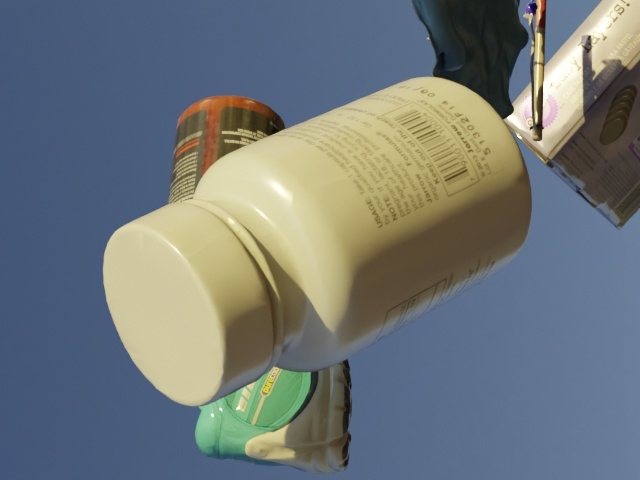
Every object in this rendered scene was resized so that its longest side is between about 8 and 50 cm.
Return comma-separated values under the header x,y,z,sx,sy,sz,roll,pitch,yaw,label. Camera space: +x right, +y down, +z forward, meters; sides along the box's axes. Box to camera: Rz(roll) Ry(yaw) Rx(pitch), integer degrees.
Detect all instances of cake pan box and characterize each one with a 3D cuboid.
x,y,z,sx,sy,sz,roll,pitch,yaw,label
0.297,-0.142,1.178,0.070,0.246,0.267,47,-169,28,cake pan box

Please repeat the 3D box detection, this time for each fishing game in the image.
x,y,z,sx,sy,sz,roll,pitch,yaw,label
0.097,-0.166,0.919,0.264,0.041,0.189,26,-117,-56,fishing game

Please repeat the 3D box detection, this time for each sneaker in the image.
x,y,z,sx,sy,sz,roll,pitch,yaw,label
-0.052,0.062,0.926,0.275,0.110,0.107,-114,26,-64,sneaker

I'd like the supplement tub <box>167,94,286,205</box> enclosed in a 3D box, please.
x,y,z,sx,sy,sz,roll,pitch,yaw,label
-0.085,-0.024,1.182,0.106,0.106,0.198,41,-139,-43,supplement tub

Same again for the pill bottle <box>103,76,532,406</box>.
x,y,z,sx,sy,sz,roll,pitch,yaw,label
0.000,0.000,0.750,0.229,0.131,0.131,-26,-78,-37,pill bottle
